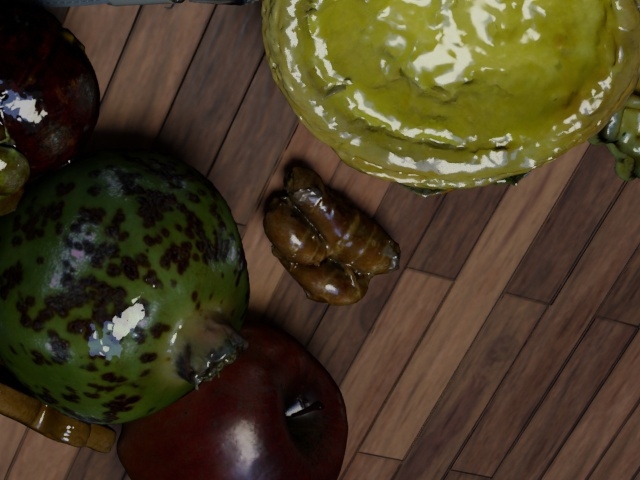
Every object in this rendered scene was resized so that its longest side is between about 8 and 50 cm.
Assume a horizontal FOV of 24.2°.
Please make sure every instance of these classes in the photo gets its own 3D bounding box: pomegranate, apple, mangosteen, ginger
[{"bbox_3d":[-0.174,0.048,1.351,0.254,0.270,0.254,-33,144,-28],"label":"pomegranate"},{"bbox_3d":[-0.091,0.191,1.510,0.234,0.234,0.234,-8,126,-11],"label":"apple"},{"bbox_3d":[-0.273,-0.113,1.259,0.172,0.172,0.184,22,101,-28],"label":"mangosteen"},{"bbox_3d":[0.000,0.000,1.487,0.103,0.073,0.162,-48,118,1],"label":"ginger"}]

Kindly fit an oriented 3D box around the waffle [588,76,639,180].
[{"bbox_3d":[0.349,-0.217,1.440,0.297,0.073,0.317,-35,120,2],"label":"waffle"}]

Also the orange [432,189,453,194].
[{"bbox_3d":[0.113,-0.086,1.459,0.083,0.070,0.083,-15,138,-14],"label":"orange"}]

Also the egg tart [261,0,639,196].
[{"bbox_3d":[0.123,-0.205,1.308,0.345,0.132,0.345,1,117,2],"label":"egg tart"}]

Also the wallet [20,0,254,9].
[{"bbox_3d":[-0.161,-0.256,1.210,0.230,0.069,0.170,4,135,14],"label":"wallet"}]

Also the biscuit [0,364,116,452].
[{"bbox_3d":[-0.300,0.147,1.433,0.039,0.180,0.236,-59,141,-6],"label":"biscuit"}]
